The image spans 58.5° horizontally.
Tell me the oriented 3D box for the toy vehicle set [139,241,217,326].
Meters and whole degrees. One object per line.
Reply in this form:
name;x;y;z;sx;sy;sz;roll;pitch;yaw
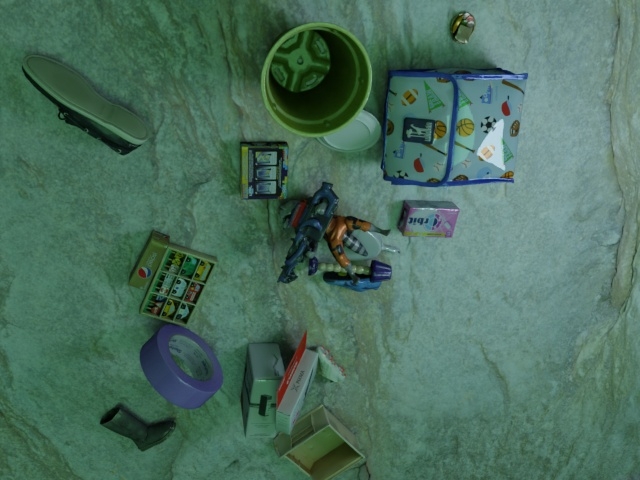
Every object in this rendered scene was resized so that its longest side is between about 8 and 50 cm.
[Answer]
toy vehicle set;-0.458;0.145;1.837;0.165;0.035;0.267;19;113;-22

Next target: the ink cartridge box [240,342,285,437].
ink cartridge box;-0.207;0.526;2.018;0.114;0.197;0.273;4;117;-15

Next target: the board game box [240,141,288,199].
board game box;-0.169;-0.208;1.702;0.140;0.048;0.171;-1;119;-11

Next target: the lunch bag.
lunch bag;0.369;-0.328;1.648;0.384;0.239;0.328;-2;109;-10

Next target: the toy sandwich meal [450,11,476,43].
toy sandwich meal;0.408;-0.605;1.627;0.085;0.029;0.086;-6;120;-10

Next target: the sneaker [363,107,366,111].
sneaker;0.065;-0.388;1.663;0.157;0.061;0.065;23;142;-29

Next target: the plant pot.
plant pot;-0.034;-0.442;1.482;0.275;0.254;0.276;-6;121;-10

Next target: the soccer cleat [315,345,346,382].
soccer cleat;0.025;0.468;2.120;0.076;0.068;0.196;-30;124;8

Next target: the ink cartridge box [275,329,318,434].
ink cartridge box;-0.077;0.483;1.962;0.060;0.275;0.239;17;134;11

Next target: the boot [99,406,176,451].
boot;-0.658;0.664;2.070;0.189;0.076;0.209;-34;114;4

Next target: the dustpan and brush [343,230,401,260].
dustpan and brush;0.179;0.021;1.916;0.211;0.060;0.147;20;126;-15

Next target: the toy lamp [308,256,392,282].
toy lamp;0.097;0.095;1.890;0.274;0.080;0.080;5;118;0

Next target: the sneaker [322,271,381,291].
sneaker;0.109;0.147;1.957;0.209;0.069;0.082;0;123;-14

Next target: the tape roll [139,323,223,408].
tape roll;-0.445;0.404;1.846;0.090;0.275;0.274;-44;119;12

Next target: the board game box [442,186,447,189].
board game box;0.365;-0.237;1.826;0.154;0.026;0.104;22;111;-23

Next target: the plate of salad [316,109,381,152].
plate of salad;0.078;-0.327;1.663;0.199;0.048;0.200;4;151;2

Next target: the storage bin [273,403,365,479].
storage bin;-0.010;0.825;2.278;0.260;0.123;0.262;-36;121;7

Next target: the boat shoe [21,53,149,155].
boat shoe;-0.618;-0.338;1.482;0.340;0.127;0.113;30;131;-29

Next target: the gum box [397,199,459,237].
gum box;0.353;-0.071;1.895;0.188;0.062;0.107;1;118;-14

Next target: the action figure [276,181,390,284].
action figure;0.000;0.000;1.779;0.330;0.178;0.341;33;99;-5

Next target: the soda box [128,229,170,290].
soda box;-0.527;0.061;1.758;0.058;0.061;0.181;23;111;-23
